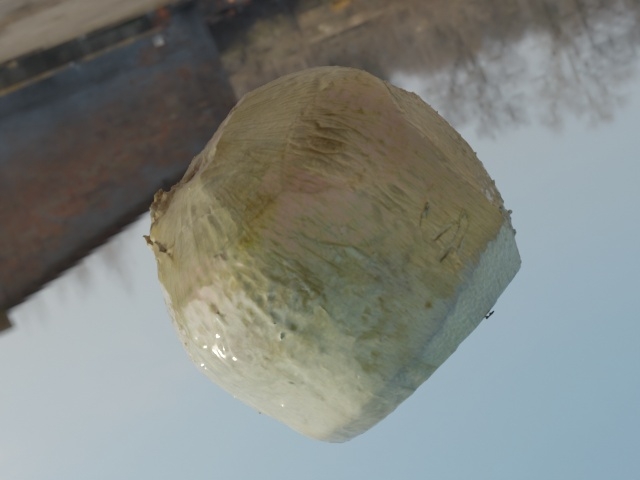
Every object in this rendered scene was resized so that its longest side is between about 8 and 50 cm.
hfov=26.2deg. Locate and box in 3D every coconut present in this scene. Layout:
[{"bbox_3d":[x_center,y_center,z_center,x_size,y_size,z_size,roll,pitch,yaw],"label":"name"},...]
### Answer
[{"bbox_3d":[0.000,0.000,1.130,0.297,0.254,0.297,-47,-177,3],"label":"coconut"}]
